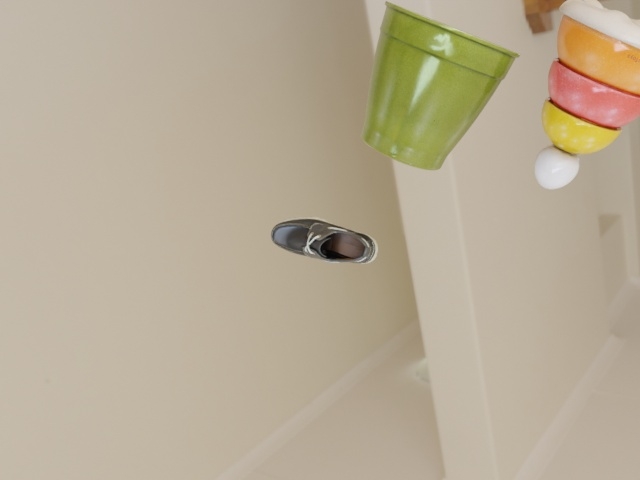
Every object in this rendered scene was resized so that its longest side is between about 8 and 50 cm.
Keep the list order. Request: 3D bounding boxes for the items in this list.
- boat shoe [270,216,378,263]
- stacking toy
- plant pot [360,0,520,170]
[{"bbox_3d":[0.000,0.000,1.360,0.232,0.084,0.079,11,-170,18],"label":"boat shoe"},{"bbox_3d":[0.690,-0.352,1.709,0.350,0.480,0.351,18,-152,-10],"label":"stacking toy"},{"bbox_3d":[0.276,-0.387,1.718,0.366,0.353,0.366,18,-159,-7],"label":"plant pot"}]
